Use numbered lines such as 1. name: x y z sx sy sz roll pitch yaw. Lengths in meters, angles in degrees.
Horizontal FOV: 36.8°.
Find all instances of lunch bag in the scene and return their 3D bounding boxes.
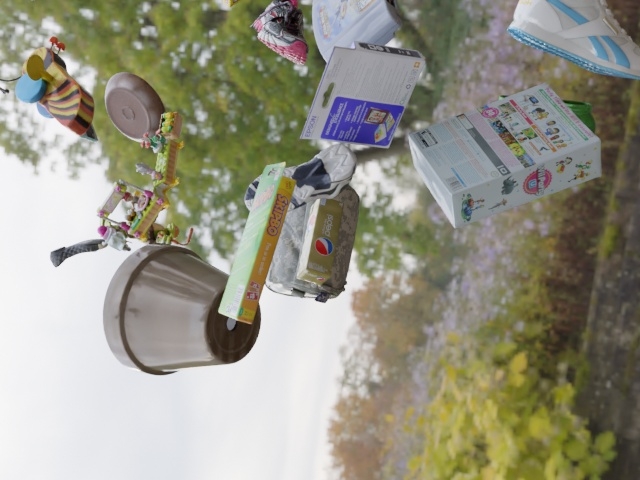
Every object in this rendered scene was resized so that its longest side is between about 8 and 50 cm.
1. lunch bag: -0.025 -0.006 2.277 0.256 0.212 0.305 76 -158 -82

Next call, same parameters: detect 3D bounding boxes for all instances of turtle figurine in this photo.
1. turtle figurine: -0.460 -0.028 2.501 0.269 0.217 0.087 -131 48 -56

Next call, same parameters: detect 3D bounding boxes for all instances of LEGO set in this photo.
1. LEGO set: -0.338 -0.117 1.782 0.107 0.132 0.287 25 -91 -35

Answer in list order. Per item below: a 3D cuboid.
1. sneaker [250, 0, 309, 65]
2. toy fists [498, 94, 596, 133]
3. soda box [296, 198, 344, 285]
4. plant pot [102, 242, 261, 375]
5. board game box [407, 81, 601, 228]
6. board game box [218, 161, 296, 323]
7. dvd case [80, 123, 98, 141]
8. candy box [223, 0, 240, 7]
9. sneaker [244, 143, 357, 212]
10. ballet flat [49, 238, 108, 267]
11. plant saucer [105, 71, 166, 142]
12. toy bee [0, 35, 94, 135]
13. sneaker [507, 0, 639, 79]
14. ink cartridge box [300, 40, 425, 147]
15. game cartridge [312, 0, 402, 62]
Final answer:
1. sneaker: -0.087 -0.515 2.314 0.112 0.121 0.299 -53 30 16
2. toy fists: 0.583 -0.295 2.514 0.096 0.279 0.142 -104 18 -71
3. soda box: 0.000 0.000 2.036 0.061 0.058 0.181 134 152 -58
4. plant pot: -0.302 0.176 2.283 0.323 0.280 0.323 -9 -79 -51
5. board game box: 0.352 -0.168 1.858 0.224 0.303 0.097 -115 6 -47
6. board game box: -0.100 0.001 1.555 0.124 0.039 0.259 -175 101 -71
7. dvd case: -0.634 -0.323 2.552 0.119 0.013 0.087 67 -168 10
8. candy box: -0.119 -0.569 1.982 0.206 0.027 0.105 -40 -22 -26
9. sneaker: -0.029 -0.109 1.934 0.094 0.235 0.153 60 -175 13
10. ballet flat: -0.652 0.030 2.608 0.057 0.173 0.049 -60 -45 -74
11. plant saucer: -0.480 -0.330 2.450 0.036 0.198 0.198 -45 -33 -43
12. toy bee: -0.582 -0.352 2.047 0.162 0.298 0.195 -58 -7 -4
13. sneaker: 0.375 -0.284 1.318 0.087 0.228 0.092 -135 66 -74
14. ink cartridge box: 0.076 -0.284 1.872 0.045 0.208 0.206 59 137 44
15. game cartridge: 0.069 -0.493 2.054 0.062 0.198 0.297 33 -146 -39
